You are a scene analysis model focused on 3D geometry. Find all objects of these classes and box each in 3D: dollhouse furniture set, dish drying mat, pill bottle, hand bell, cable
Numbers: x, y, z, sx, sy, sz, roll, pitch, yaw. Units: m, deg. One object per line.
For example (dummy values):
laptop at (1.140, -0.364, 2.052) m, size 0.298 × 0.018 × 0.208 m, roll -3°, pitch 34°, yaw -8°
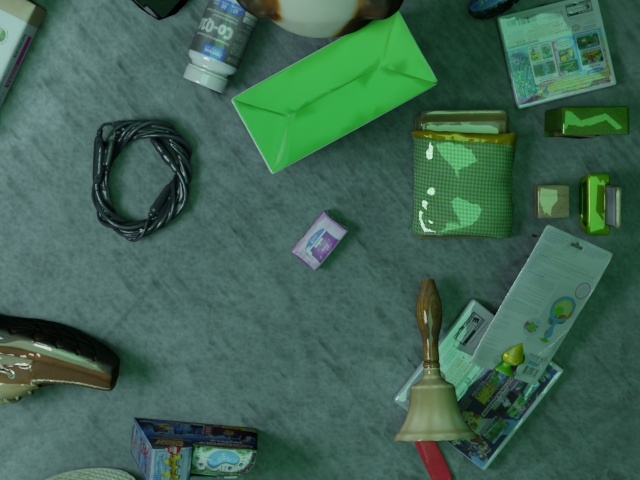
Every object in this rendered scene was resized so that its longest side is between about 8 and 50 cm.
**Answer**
dollhouse furniture set at (0.288, -0.097, 1.896) m, size 0.301 × 0.151 × 0.198 m, roll -1°, pitch 95°, yaw -2°
dish drying mat at (0.176, 0.341, 2.001) m, size 0.032 × 0.008 × 0.083 m, roll -25°, pitch 96°, yaw 1°
pill bottle at (-0.149, -0.293, 1.898) m, size 0.078 × 0.078 × 0.137 m, roll 22°, pitch 93°, yaw -4°
hand bell at (0.169, 0.178, 1.929) m, size 0.126 × 0.126 × 0.242 m, roll -1°, pitch 83°, yaw -2°
cable at (-0.269, -0.090, 1.932) m, size 0.150 × 0.047 × 0.185 m, roll 2°, pitch 92°, yaw -8°

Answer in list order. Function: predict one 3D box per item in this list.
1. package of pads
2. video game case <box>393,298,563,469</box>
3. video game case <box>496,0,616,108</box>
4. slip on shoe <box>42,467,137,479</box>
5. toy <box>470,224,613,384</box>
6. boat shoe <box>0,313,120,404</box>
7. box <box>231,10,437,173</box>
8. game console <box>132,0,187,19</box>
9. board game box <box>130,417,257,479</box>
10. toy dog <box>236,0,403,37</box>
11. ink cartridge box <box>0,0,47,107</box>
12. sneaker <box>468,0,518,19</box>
package of pads at (0.000, 0.000, 1.952) m, size 0.050 × 0.032 × 0.083 m, roll 39°, pitch 92°, yaw -4°
video game case at (0.245, 0.224, 1.988) m, size 0.183 × 0.023 × 0.201 m, roll 38°, pitch 91°, yaw -5°
video game case at (0.359, -0.288, 1.950) m, size 0.157 × 0.019 × 0.143 m, roll -14°, pitch 96°, yaw -2°
slip on shoe at (-0.424, 0.445, 1.945) m, size 0.331 × 0.123 × 0.101 m, roll -26°, pitch 128°, yaw -5°
toy at (0.324, 0.094, 1.936) m, size 0.136 × 0.056 × 0.237 m, roll 21°, pitch 100°, yaw -30°
boat shoe at (-0.462, 0.179, 1.914) m, size 0.324 × 0.122 × 0.120 m, roll 14°, pitch 99°, yaw 5°
box at (0.014, -0.210, 1.835) m, size 0.262 × 0.231 × 0.127 m, roll -29°, pitch 98°, yaw 1°
game console at (-0.300, -0.512, 1.891) m, size 0.361 × 0.044 × 0.213 m, roll 40°, pitch 92°, yaw -4°
board game box at (-0.192, 0.317, 1.890) m, size 0.194 × 0.194 × 0.060 m, roll 5°, pitch 95°, yaw -2°
toy dog at (0.014, -0.472, 1.688) m, size 0.284 × 0.395 × 0.408 m, roll 1°, pitch 93°, yaw -10°
ink cartridge box at (-0.542, -0.281, 1.878) m, size 0.193 × 0.088 × 0.235 m, roll 26°, pitch 93°, yaw -3°
sneaker at (0.291, -0.422, 1.915) m, size 0.087 × 0.083 × 0.221 m, roll 40°, pitch 87°, yaw 8°
